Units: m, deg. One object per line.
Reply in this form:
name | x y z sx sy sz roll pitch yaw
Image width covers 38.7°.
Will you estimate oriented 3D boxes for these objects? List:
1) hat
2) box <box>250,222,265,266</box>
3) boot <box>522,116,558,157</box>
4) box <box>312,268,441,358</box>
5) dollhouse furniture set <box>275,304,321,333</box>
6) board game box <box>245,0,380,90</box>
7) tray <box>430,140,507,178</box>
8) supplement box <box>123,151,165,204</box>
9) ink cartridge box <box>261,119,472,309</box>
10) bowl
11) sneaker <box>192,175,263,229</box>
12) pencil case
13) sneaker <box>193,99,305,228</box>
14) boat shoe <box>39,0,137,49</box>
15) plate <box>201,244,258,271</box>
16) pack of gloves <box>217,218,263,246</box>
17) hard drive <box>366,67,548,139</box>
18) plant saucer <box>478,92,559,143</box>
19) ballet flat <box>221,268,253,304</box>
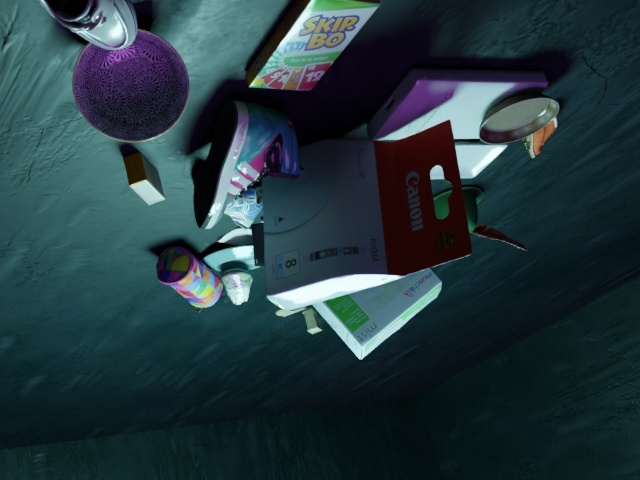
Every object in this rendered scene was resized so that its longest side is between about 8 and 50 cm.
hat | 0.355 -0.019 2.262 0.173 0.183 0.208 8 148 -46
box | 0.000 0.000 1.954 0.184 0.103 0.261 -12 -172 -38
boot | 0.486 -0.236 2.010 0.085 0.059 0.158 -24 157 4
box | 0.125 0.120 2.259 0.262 0.231 0.127 -37 162 -13
dollhouse furniture set | -0.089 0.150 2.352 0.101 0.181 0.161 -21 158 11
board game box | -0.011 -0.328 1.462 0.124 0.039 0.259 -2 152 -33
tray | 0.268 -0.182 2.014 0.270 0.030 0.145 -4 156 -29
supplement box | -0.329 -0.115 1.704 0.036 0.062 0.098 -20 157 5
ink cartridge box | 0.072 -0.064 1.714 0.385 0.308 0.091 -18 147 23
bowl | -0.283 -0.240 1.373 0.170 0.170 0.080 -15 -158 -4
sneaker | -0.186 -0.097 1.860 0.081 0.080 0.211 -46 151 4
pencil case | -0.312 0.091 2.168 0.104 0.104 0.236 -18 157 4
sneaker | -0.124 -0.134 1.699 0.178 0.123 0.295 1 139 -27
boat shoe | -0.313 -0.315 1.177 0.096 0.088 0.267 -18 153 5
plate | -0.195 0.049 2.212 0.188 0.024 0.188 -8 164 -2
pack of gloves | -0.097 -0.002 2.167 0.195 0.046 0.232 -28 156 25
hard drive | 0.268 -0.265 1.799 0.308 0.040 0.203 -5 155 -28
plant saucer | 0.394 -0.249 1.834 0.168 0.029 0.168 -14 159 -5
ballet flat | -0.205 0.119 2.269 0.077 0.079 0.221 -3 172 -5
